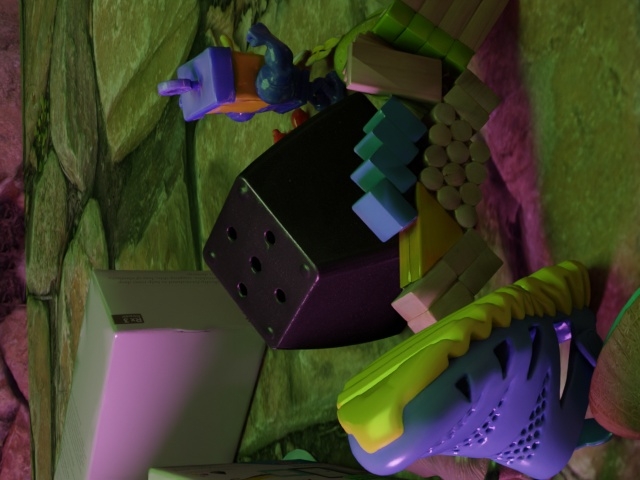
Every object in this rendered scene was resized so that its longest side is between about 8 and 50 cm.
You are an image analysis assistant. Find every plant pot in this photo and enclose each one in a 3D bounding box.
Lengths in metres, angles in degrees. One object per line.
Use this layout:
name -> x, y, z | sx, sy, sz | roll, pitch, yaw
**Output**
plant pot -> 0.000, 0.000, 1.107 | 0.188, 0.167, 0.187 | 51, 138, 19

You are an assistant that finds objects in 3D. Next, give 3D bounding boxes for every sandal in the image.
sandal -> 0.134, 0.105, 0.802 | 0.126, 0.317, 0.138 | -33, 79, 37

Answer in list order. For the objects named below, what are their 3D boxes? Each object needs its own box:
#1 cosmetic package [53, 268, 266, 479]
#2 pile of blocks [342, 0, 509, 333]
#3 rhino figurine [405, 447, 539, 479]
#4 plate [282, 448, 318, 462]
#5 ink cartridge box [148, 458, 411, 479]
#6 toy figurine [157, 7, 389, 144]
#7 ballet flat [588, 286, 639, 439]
cosmetic package -> -0.228, 0.236, 1.577 | 0.156, 0.217, 0.384 | 53, 133, 52
pile of blocks -> 0.073, -0.088, 0.995 | 0.112, 0.149, 0.362 | 138, 141, -64
rhino figurine -> 0.124, 0.168, 1.014 | 0.243, 0.073, 0.106 | 1, 85, 63
plate -> -0.031, 0.345, 1.377 | 0.188, 0.024, 0.188 | -10, 79, 63
ink cartridge box -> -0.034, 0.335, 1.159 | 0.270, 0.198, 0.197 | -7, 82, 58
toy figurine -> -0.066, -0.146, 1.262 | 0.362, 0.217, 0.191 | 174, 97, -65
ballet flat -> 0.270, 0.038, 0.672 | 0.124, 0.116, 0.342 | -98, 30, -49
